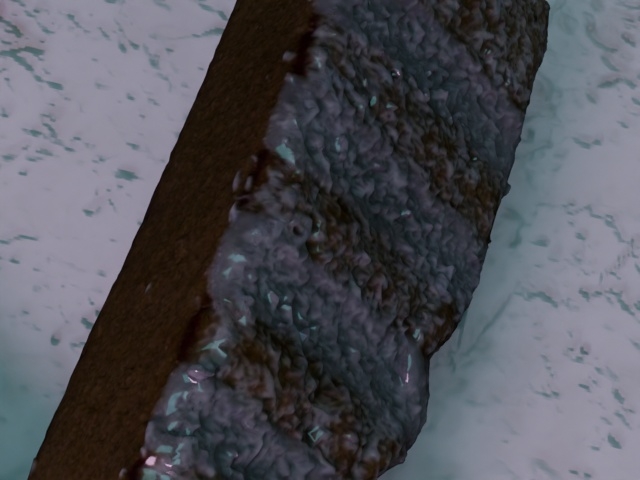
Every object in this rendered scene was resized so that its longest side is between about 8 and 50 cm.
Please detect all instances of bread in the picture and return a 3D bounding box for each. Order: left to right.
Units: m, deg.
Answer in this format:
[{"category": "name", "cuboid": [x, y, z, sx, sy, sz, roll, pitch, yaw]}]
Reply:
[{"category": "bread", "cuboid": [0.000, 0.000, 0.888, 0.113, 0.165, 0.416, -9, 50, 42]}]
